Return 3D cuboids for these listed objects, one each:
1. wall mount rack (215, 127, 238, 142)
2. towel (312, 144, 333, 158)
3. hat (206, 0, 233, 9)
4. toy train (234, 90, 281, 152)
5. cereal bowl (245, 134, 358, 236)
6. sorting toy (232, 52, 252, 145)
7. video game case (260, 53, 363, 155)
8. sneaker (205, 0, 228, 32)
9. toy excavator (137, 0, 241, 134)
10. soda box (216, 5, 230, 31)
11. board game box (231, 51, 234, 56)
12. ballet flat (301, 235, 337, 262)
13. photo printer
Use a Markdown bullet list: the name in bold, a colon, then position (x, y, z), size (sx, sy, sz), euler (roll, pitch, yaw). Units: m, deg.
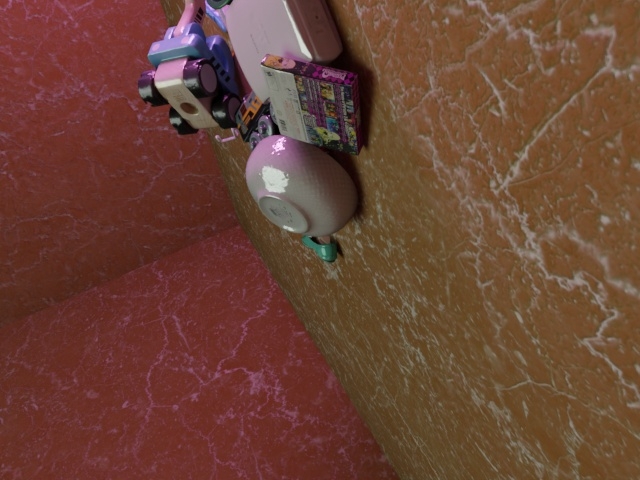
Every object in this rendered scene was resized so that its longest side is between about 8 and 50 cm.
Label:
- **wall mount rack**: position (-0.443, -0.593, 2.134), size (0.304, 0.130, 0.350), euler (71, -174, -59)
- **towel**: position (-0.038, -0.296, 1.549), size (0.275, 0.031, 0.199), euler (61, 165, 16)
- **hat**: position (-0.223, -0.734, 1.502), size (0.208, 0.183, 0.173), euler (-47, 57, 29)
- **toy train**: position (-0.135, -0.371, 1.439), size (0.334, 0.142, 0.190), euler (-40, 73, 56)
- **cereal bowl**: position (-0.070, -0.122, 1.409), size (0.339, 0.141, 0.339), euler (24, 154, 13)
- **sorting toy**: position (-0.217, -0.482, 1.690), size (0.255, 0.089, 0.257), euler (-16, 99, 63)
- **video game case**: position (-0.012, -0.296, 1.125), size (0.210, 0.042, 0.232), euler (19, 157, 17)
- **sneaker**: position (-0.405, -0.850, 1.865), size (0.209, 0.082, 0.069), euler (63, 164, 5)
- **toy excavator**: position (-0.393, -0.612, 1.545), size (0.433, 0.222, 0.445), euler (49, -137, -54)
- **soda box**: position (-0.294, -0.741, 1.680), size (0.183, 0.058, 0.063), euler (63, 166, 8)
- **board game box**: position (-0.299, -0.586, 1.954), size (0.316, 0.064, 0.242), euler (46, 156, 55)
- **ballet flat**: position (0.000, 0.000, 1.855), size (0.247, 0.083, 0.087), euler (-139, 52, -60)
- **photo printer**: position (-0.103, -0.470, 1.162), size (0.307, 0.107, 0.256), euler (-13, 102, 58)
